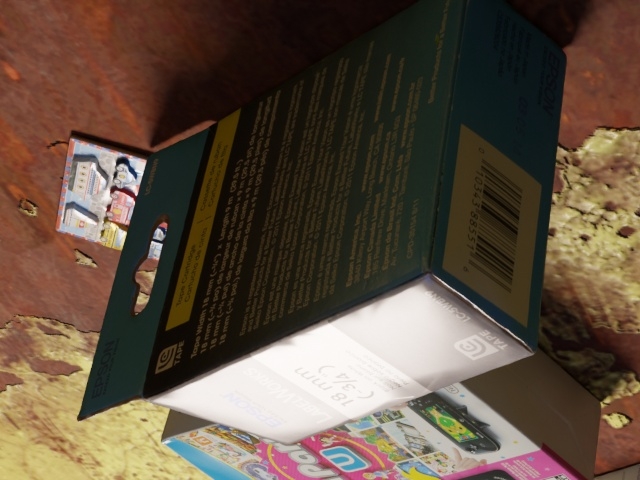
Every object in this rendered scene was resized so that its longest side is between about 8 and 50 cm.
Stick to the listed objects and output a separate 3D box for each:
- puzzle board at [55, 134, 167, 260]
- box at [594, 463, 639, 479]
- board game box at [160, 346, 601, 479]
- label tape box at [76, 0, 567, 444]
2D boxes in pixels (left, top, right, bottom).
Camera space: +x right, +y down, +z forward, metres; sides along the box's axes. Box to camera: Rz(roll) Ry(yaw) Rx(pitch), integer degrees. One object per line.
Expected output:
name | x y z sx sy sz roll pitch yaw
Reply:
puzzle board | -0.158 -0.029 1.351 0.096 0.011 0.128 16 143 -4
box | 0.286 0.277 1.579 0.126 0.072 0.137 36 139 -28
board game box | 0.051 0.157 1.470 0.303 0.097 0.224 -20 133 38
label tape box | 0.000 0.000 1.151 0.106 0.240 0.334 34 140 -30
